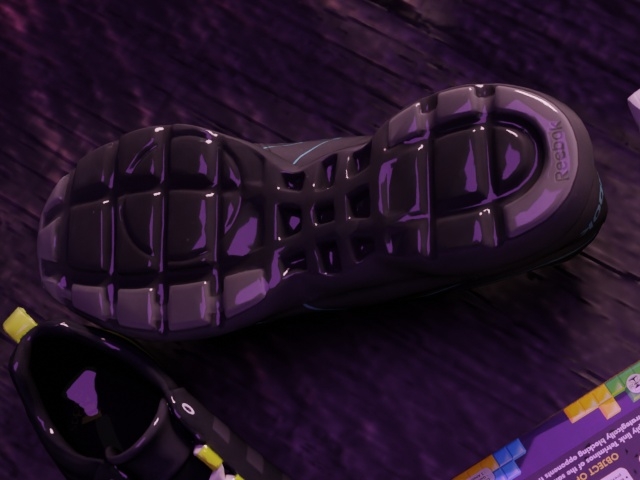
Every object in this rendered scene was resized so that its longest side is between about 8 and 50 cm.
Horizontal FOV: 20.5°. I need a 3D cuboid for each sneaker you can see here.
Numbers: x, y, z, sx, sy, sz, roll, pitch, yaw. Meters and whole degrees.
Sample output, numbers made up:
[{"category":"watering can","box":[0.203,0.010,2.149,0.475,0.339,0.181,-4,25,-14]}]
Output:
[{"category":"sneaker","box":[-0.061,0.116,0.768,0.235,0.097,0.084,38,83,24]},{"category":"sneaker","box":[0.000,0.000,0.798,0.267,0.106,0.101,-6,75,21]}]

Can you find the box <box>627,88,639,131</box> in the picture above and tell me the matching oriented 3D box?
[{"category":"box","box":[0.275,-0.057,0.651,0.290,0.169,0.087,-33,38,-3]}]

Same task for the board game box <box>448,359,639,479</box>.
[{"category":"board game box","box":[0.131,0.136,0.737,0.170,0.048,0.141,-32,67,1]}]
